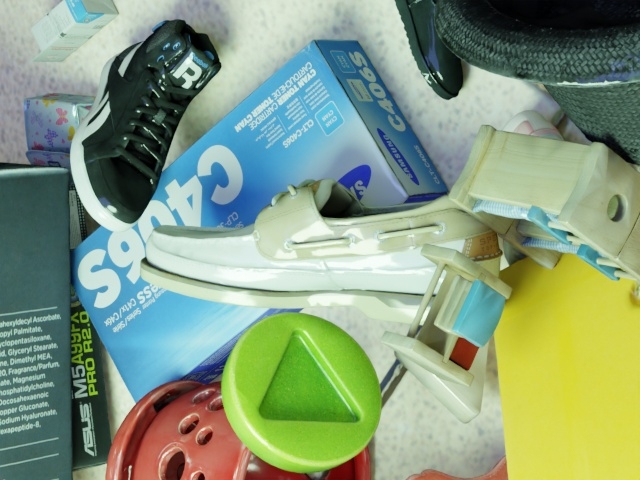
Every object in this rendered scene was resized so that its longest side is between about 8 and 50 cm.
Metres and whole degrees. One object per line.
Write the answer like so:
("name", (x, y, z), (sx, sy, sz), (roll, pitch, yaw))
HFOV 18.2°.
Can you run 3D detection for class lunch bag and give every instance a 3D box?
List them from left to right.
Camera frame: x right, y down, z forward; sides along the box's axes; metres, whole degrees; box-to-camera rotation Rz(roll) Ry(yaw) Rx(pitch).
("lunch bag", (-0.240, -0.094, 1.884), (0.071, 0.053, 0.083), (9, 109, 33))

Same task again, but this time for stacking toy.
("stacking toy", (0.031, 0.211, 1.612), (0.130, 0.309, 0.279), (-47, 47, 52))

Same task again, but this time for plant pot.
("plant pot", (-0.078, 0.207, 1.718), (0.174, 0.191, 0.191), (5, 96, 36))

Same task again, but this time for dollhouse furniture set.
("dollhouse furniture set", (0.164, 0.030, 1.488), (0.129, 0.129, 0.183), (14, 75, 51))

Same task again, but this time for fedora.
("fedora", (0.246, -0.154, 1.461), (0.334, 0.334, 0.152), (-2, 125, 34))

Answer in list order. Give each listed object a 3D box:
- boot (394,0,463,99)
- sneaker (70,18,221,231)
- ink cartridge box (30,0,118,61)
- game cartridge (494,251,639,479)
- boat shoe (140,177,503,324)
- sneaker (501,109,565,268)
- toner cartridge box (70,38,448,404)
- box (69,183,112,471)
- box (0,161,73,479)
("boot", (0.118, -0.189, 1.647), (0.099, 0.045, 0.121), (-26, 78, 29))
("sneaker", (-0.147, -0.116, 1.746), (0.121, 0.079, 0.217), (-35, 35, 33))
("ink cartridge box", (-0.236, -0.201, 1.875), (0.083, 0.048, 0.028), (-35, 74, 30))
("game cartridge", (0.260, 0.109, 1.476), (0.285, 0.053, 0.323), (-28, 48, 32))
("boat shoe", (0.000, 0.000, 1.615), (0.302, 0.113, 0.103), (4, 102, 15))
("sneaker", (0.169, -0.044, 1.624), (0.070, 0.051, 0.134), (-115, 24, -55))
("toner cartridge box", (-0.066, -0.010, 1.761), (0.348, 0.075, 0.165), (-39, 73, 29))
("box", (-0.307, 0.090, 1.924), (0.216, 0.060, 0.270), (-6, 90, 39))
("box", (-0.400, 0.124, 1.827), (0.294, 0.212, 0.395), (6, 99, 40))
